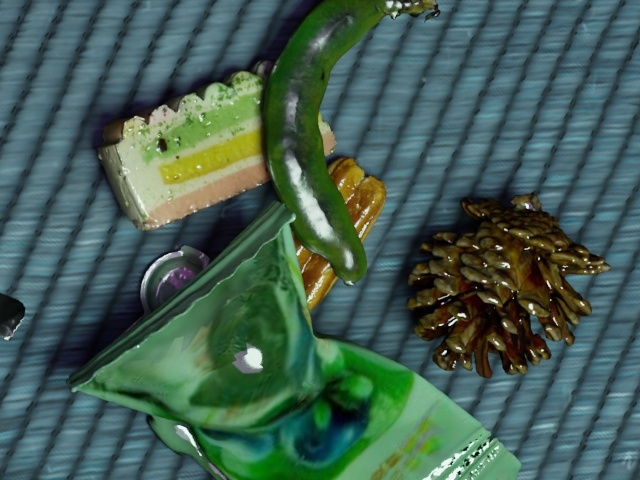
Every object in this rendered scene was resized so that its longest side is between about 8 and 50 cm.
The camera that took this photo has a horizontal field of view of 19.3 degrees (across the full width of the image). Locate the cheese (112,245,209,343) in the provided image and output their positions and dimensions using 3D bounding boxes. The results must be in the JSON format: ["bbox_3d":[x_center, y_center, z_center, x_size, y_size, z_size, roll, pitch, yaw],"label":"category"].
[{"bbox_3d":[-0.146,0.062,1.796,0.067,0.026,0.121,29,89,-13],"label":"cheese"}]

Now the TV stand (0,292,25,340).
[{"bbox_3d":[-0.390,0.013,1.729,0.256,0.049,0.040,32,87,-13],"label":"TV stand"}]

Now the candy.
[{"bbox_3d":[-0.014,0.177,1.755,0.263,0.172,0.398,-43,106,1],"label":"candy"}]

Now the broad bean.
[{"bbox_3d":[0.013,-0.112,1.764,0.144,0.049,0.292,16,85,-12],"label":"broad bean"}]

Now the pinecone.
[{"bbox_3d":[0.174,0.046,1.789,0.195,0.179,0.150,-38,126,-19],"label":"pinecone"}]

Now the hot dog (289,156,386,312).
[{"bbox_3d":[0.000,0.000,1.811,0.071,0.045,0.165,34,88,-14],"label":"hot dog"}]

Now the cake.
[{"bbox_3d":[-0.104,-0.093,1.784,0.225,0.090,0.109,-25,98,-27],"label":"cake"}]
